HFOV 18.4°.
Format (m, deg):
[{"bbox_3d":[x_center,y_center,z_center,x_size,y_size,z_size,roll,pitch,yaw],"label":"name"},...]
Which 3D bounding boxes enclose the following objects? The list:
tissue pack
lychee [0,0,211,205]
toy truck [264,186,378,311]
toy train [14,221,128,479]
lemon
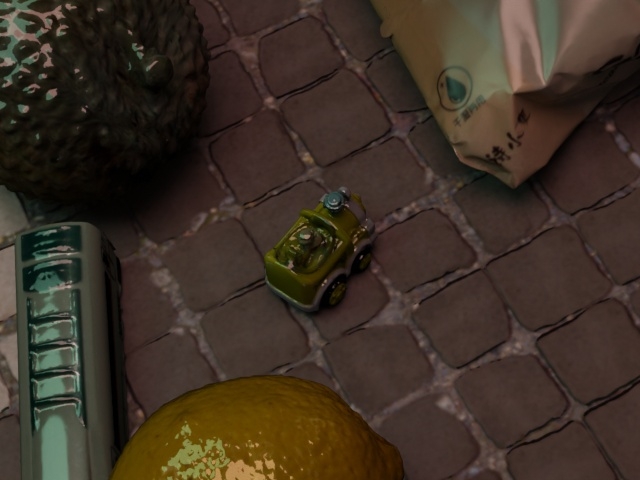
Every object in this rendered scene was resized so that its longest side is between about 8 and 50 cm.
[{"bbox_3d":[0.217,-0.283,1.806,0.375,0.195,0.390,-34,60,6],"label":"tissue pack"},{"bbox_3d":[-0.231,-0.157,1.775,0.274,0.255,0.255,-3,54,44],"label":"lychee"},{"bbox_3d":[0.000,0.000,1.730,0.076,0.077,0.111,30,69,23],"label":"toy truck"},{"bbox_3d":[-0.207,0.177,1.653,0.086,0.088,0.407,-9,60,3],"label":"toy train"},{"bbox_3d":[-0.059,0.210,1.548,0.260,0.204,0.204,-21,59,-4],"label":"lemon"}]
